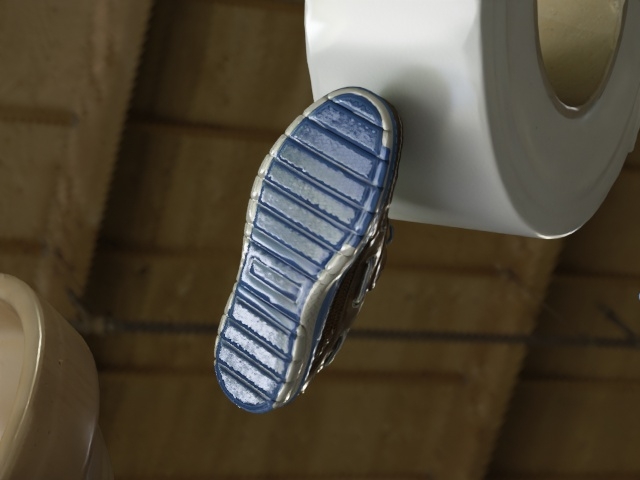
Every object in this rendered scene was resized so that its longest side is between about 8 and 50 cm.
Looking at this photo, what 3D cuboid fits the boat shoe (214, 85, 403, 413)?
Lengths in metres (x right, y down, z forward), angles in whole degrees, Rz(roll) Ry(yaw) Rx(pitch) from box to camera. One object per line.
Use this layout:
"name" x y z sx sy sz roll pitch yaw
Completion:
"boat shoe" 0.000 0.000 0.954 0.066 0.066 0.183 -20 -39 -55

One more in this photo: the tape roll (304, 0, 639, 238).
"tape roll" 0.100 -0.144 1.024 0.286 0.100 0.286 -25 -62 -59

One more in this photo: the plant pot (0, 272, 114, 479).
"plant pot" -0.142 0.134 0.628 0.237 0.237 0.110 -46 -64 0
